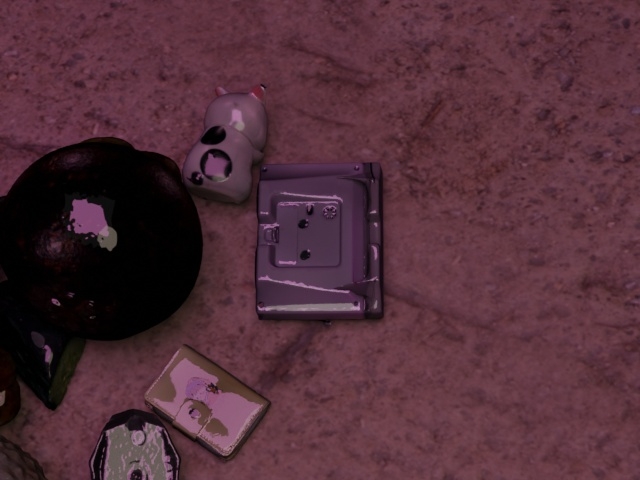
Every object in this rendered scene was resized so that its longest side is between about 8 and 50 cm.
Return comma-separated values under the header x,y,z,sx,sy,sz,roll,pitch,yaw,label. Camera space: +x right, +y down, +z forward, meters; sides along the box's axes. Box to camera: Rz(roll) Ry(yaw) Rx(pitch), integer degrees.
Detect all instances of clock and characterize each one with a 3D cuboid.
x,y,z,sx,sy,sz,roll,pitch,yaw,label
0.000,0.000,1.876,0.186,0.083,0.253,-1,70,4,clock

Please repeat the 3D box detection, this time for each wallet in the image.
x,y,z,sx,sy,sz,roll,pitch,yaw,label
-0.164,0.234,1.824,0.155,0.039,0.110,33,72,14,wallet

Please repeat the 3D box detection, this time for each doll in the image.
x,y,z,sx,sy,sz,roll,pitch,yaw,label
-0.139,-0.141,1.926,0.110,0.107,0.180,8,63,29,doll

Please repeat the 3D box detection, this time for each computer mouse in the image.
x,y,z,sx,sy,sz,roll,pitch,yaw,label
-0.257,0.350,1.773,0.126,0.071,0.231,-2,80,-12,computer mouse

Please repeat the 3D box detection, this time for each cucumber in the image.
x,y,z,sx,sy,sz,roll,pitch,yaw,label
-0.415,0.137,1.857,0.115,0.085,0.193,-42,67,-9,cucumber

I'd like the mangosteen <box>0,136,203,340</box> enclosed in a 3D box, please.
x,y,z,sx,sy,sz,roll,pitch,yaw,label
-0.295,-0.008,1.801,0.297,0.297,0.313,35,41,15,mangosteen

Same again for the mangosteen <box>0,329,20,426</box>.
x,y,z,sx,sy,sz,roll,pitch,yaw,label
-0.501,0.188,1.763,0.231,0.194,0.194,8,65,47,mangosteen

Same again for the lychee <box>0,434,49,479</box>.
x,y,z,sx,sy,sz,roll,pitch,yaw,label
-0.465,0.385,1.676,0.255,0.255,0.274,-40,93,-11,lychee

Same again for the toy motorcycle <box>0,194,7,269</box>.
x,y,z,sx,sy,sz,roll,pitch,yaw,label
-0.594,-0.017,1.896,0.326,0.147,0.221,15,50,7,toy motorcycle
